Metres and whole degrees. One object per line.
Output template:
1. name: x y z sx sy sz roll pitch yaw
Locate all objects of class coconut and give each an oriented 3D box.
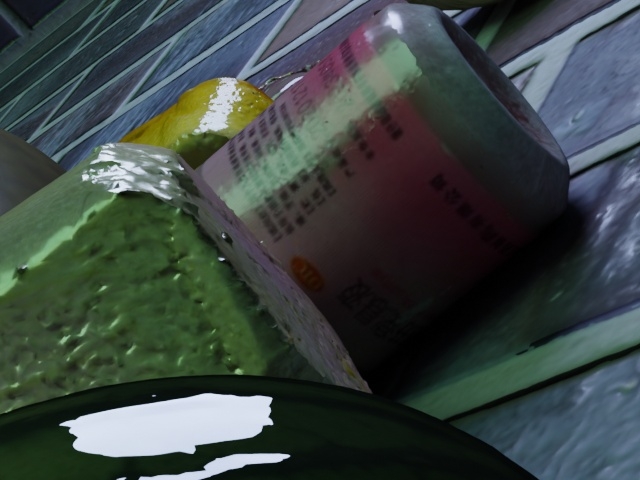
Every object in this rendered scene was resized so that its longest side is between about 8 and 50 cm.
1. coconut: -0.103 0.105 0.824 0.245 0.233 0.233 -39 15 3

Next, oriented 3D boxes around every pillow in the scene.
1. pillow: -0.059 -0.094 1.583 0.118 0.043 0.185 -47 11 -16

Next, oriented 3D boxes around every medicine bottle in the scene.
1. medicine bottle: 0.000 0.000 0.989 0.247 0.147 0.147 -41 15 13

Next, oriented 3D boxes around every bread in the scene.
1. bread: -0.118 -0.034 1.471 0.245 0.102 0.094 -35 24 35

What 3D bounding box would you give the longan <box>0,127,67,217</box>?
1. longan: -0.257 0.053 1.236 0.288 0.288 0.350 -45 10 -3

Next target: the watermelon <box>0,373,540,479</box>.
1. watermelon: -0.062 0.193 0.383 0.359 0.279 0.279 -39 16 7

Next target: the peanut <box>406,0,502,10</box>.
1. peanut: 0.149 -0.247 1.321 0.274 0.111 0.125 -36 22 30

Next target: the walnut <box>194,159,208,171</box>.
1. walnut: -0.022 -0.021 1.203 0.211 0.087 0.167 -29 14 37
